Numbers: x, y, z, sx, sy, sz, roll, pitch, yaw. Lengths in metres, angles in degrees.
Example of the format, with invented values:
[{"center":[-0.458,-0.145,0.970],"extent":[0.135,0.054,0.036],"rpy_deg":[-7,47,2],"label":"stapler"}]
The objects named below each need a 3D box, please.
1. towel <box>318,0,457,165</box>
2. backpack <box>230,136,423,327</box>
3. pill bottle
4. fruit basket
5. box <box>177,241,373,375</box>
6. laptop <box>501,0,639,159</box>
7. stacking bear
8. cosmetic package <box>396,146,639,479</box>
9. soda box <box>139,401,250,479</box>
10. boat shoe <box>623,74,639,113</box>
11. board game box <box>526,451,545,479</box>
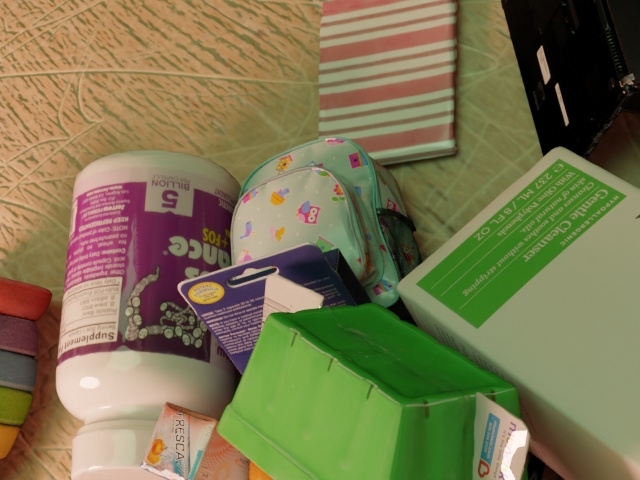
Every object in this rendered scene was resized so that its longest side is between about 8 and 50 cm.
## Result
[{"center":[0.068,-0.163,1.506],"extent":[0.144,0.029,0.197],"rpy_deg":[-7,69,24],"label":"towel"},{"center":[0.000,0.000,1.405],"extent":[0.166,0.144,0.188],"rpy_deg":[-22,58,24],"label":"backpack"},{"center":[-0.160,0.081,1.434],"extent":[0.169,0.169,0.301],"rpy_deg":[-9,67,24],"label":"pill bottle"},{"center":[0.040,0.237,1.185],"extent":[0.327,0.165,0.353],"rpy_deg":[29,124,52],"label":"fruit basket"},{"center":[-0.013,0.085,1.331],"extent":[0.136,0.225,0.036],"rpy_deg":[-17,40,20],"label":"box"},{"center":[0.285,-0.205,1.347],"extent":[0.136,0.264,0.234],"rpy_deg":[-1,60,-17],"label":"laptop"},{"center":[-0.374,0.175,1.520],"extent":[0.164,0.175,0.289],"rpy_deg":[7,82,36],"label":"stacking bear"},{"center":[0.252,0.098,1.157],"extent":[0.197,0.155,0.365],"rpy_deg":[-41,39,-12],"label":"cosmetic package"},{"center":[-0.079,0.196,1.336],"extent":[0.058,0.183,0.063],"rpy_deg":[16,80,32],"label":"soda box"},{"center":[0.331,-0.122,1.337],"extent":[0.152,0.056,0.049],"rpy_deg":[-1,67,28],"label":"boat shoe"},{"center":[0.083,0.287,1.302],"extent":[0.165,0.042,0.243],"rpy_deg":[8,74,29],"label":"board game box"}]
